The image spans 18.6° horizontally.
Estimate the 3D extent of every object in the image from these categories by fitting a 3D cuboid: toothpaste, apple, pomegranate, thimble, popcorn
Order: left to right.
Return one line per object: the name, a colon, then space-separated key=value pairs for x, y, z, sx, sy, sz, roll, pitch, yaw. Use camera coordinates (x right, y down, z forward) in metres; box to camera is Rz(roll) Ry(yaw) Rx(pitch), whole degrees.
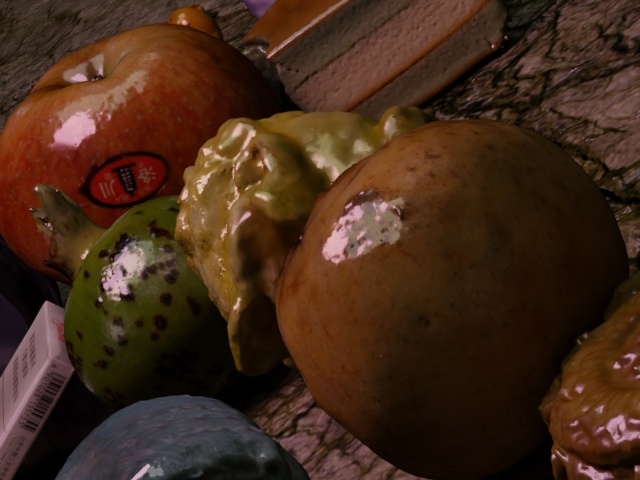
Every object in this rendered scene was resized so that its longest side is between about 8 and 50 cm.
toothpaste: x=-0.184 y=0.111 z=1.919 sx=0.301 sy=0.075 sz=0.048 roll=-43 pitch=-6 yaw=-1
apple: x=-0.187 y=-0.094 z=1.999 sx=0.309 sy=0.250 sz=0.277 roll=-14 pitch=36 yaw=-17
pomegranate: x=-0.163 y=0.046 z=1.789 sx=0.211 sy=0.263 sz=0.211 roll=-60 pitch=-1 yaw=-3
thimble: x=-0.100 y=0.237 z=1.414 sx=0.143 sy=0.198 sz=0.235 roll=25 pitch=99 yaw=63
popcorn: x=0.000 y=0.000 z=1.641 sx=0.250 sy=0.234 sz=0.242 roll=14 pitch=25 yaw=43
pomegranate: x=0.096 y=0.036 z=1.404 sx=0.260 sy=0.260 sz=0.260 roll=-32 pitch=24 yaw=16

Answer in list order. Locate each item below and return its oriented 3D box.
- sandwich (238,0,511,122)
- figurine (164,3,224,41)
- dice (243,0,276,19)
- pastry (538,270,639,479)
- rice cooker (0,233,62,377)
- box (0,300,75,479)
sandwich: x=0.049 y=-0.200 z=2.030 sx=0.198 sy=0.155 sz=0.227 roll=-51 pitch=26 yaw=-21
figurine: x=-0.197 y=-0.186 z=2.408 sx=0.156 sy=0.131 sz=0.246 roll=24 pitch=59 yaw=26
dice: x=0.036 y=-0.404 z=2.264 sx=0.270 sy=0.270 sz=0.271 roll=-17 pitch=32 yaw=40
pastry: x=0.252 y=0.105 z=1.232 sx=0.240 sy=0.132 sz=0.235 roll=-45 pitch=14 yaw=-29
rice cooker: x=-0.413 y=0.069 z=2.108 sx=0.267 sy=0.267 sz=0.224 roll=-36 pitch=23 yaw=8
box: x=-0.309 y=0.188 z=1.892 sx=0.245 sy=0.035 sz=0.139 roll=-60 pitch=19 yaw=13
